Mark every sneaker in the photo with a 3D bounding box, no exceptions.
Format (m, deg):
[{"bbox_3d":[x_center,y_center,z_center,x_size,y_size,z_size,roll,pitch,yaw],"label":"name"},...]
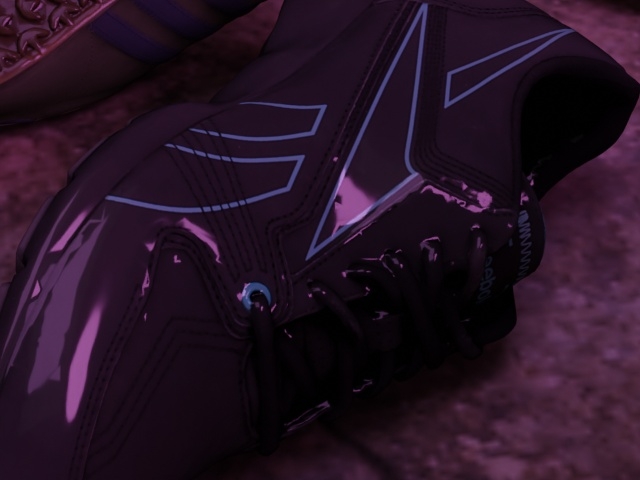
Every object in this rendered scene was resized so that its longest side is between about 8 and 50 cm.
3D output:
[{"bbox_3d":[0.000,0.000,0.548,0.106,0.101,0.267,23,50,19],"label":"sneaker"},{"bbox_3d":[-0.060,-0.093,0.650,0.192,0.086,0.064,-27,85,-17],"label":"sneaker"}]
